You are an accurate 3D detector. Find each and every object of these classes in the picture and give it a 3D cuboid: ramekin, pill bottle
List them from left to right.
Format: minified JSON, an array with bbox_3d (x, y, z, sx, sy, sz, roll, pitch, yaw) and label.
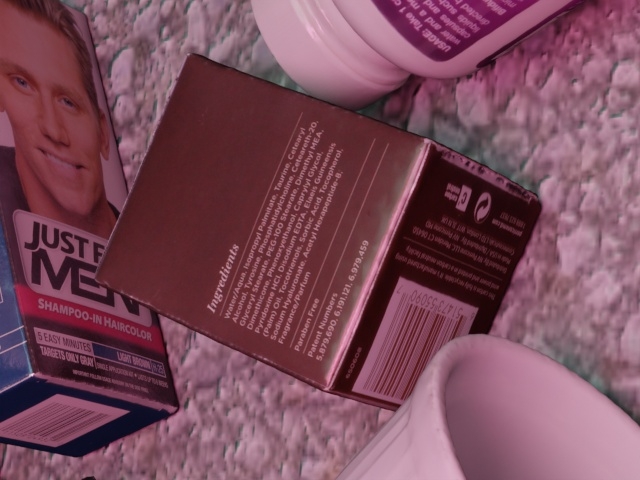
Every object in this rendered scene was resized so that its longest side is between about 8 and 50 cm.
[{"bbox_3d":[0.101,-0.209,1.195,0.301,0.169,0.169,-32,63,32],"label":"pill bottle"},{"bbox_3d":[0.121,0.200,1.035,0.135,0.277,0.277,-46,59,23],"label":"ramekin"}]

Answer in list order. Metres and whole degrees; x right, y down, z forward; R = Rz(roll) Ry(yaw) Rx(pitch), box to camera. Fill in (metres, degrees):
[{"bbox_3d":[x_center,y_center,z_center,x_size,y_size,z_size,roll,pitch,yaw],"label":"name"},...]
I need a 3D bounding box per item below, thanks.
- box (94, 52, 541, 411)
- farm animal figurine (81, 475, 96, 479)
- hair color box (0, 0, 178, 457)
[{"bbox_3d":[0.000,0.000,1.214,0.203,0.168,0.167,23,91,33],"label":"box"},{"bbox_3d":[-0.189,0.366,1.237,0.330,0.172,0.327,-34,43,3],"label":"farm animal figurine"},{"bbox_3d":[-0.226,-0.028,1.356,0.105,0.174,0.347,-26,66,23],"label":"hair color box"}]
